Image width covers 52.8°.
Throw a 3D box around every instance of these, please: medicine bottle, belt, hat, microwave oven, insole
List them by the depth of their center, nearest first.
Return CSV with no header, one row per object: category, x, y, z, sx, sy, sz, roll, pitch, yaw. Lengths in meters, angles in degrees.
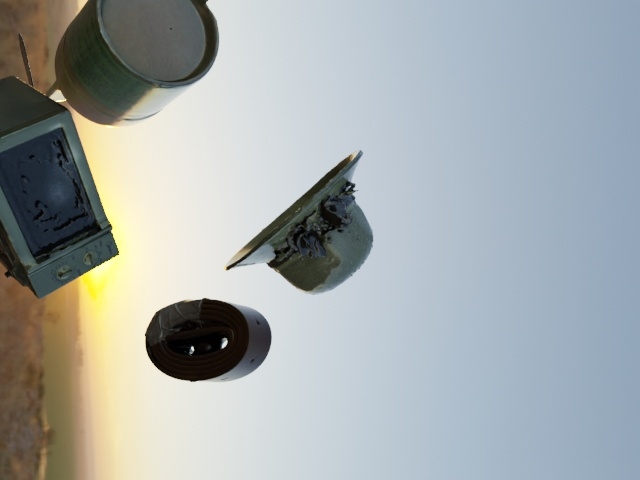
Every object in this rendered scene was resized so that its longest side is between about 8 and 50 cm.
hat,0.000,0.000,0.926,0.130,0.257,0.257,48,-20,-7
microwave oven,-0.601,-0.103,1.291,0.286,0.218,0.355,30,-39,35
medicine bottle,-0.397,-0.356,1.292,0.406,0.236,0.235,-13,-99,53
insole,-0.734,-0.378,1.636,0.119,0.009,0.348,66,-25,22
belt,-0.300,0.260,1.685,0.339,0.122,0.217,-7,-105,27
